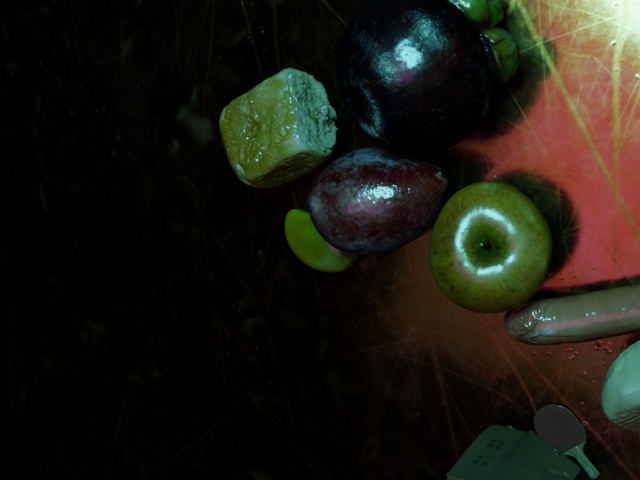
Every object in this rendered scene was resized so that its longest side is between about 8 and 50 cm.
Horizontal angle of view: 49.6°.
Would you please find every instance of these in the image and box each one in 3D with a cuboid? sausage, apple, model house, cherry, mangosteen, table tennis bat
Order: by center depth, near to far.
[{"bbox_3d":[0.514,0.118,1.178,0.419,0.094,0.094,-16,102,34],"label":"sausage"},{"bbox_3d":[0.179,-0.298,1.206,0.300,0.300,0.300,8,106,32],"label":"mangosteen"},{"bbox_3d":[0.301,0.015,1.248,0.237,0.207,0.236,0,91,17],"label":"apple"},{"bbox_3d":[0.392,0.485,1.267,0.243,0.211,0.204,-2,106,42],"label":"model house"},{"bbox_3d":[0.108,-0.078,1.315,0.300,0.230,0.203,-7,97,40],"label":"cherry"},{"bbox_3d":[0.473,0.383,1.319,0.087,0.013,0.156,-45,74,31],"label":"table tennis bat"}]

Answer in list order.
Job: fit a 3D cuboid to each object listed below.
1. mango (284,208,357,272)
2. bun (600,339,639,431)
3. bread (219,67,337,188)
[{"bbox_3d":[0.002,0.004,1.502,0.191,0.085,0.122,19,122,39],"label":"mango"},{"bbox_3d":[0.564,0.221,1.124,0.231,0.231,0.133,-33,45,34],"label":"bun"},{"bbox_3d":[-0.067,-0.227,1.434,0.246,0.176,0.195,-22,76,38],"label":"bread"}]
